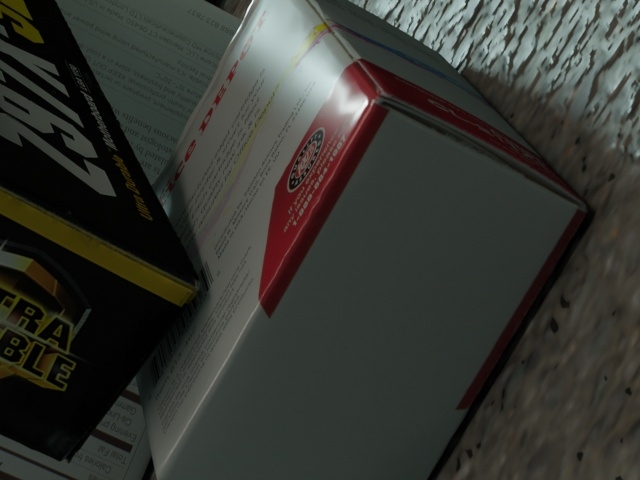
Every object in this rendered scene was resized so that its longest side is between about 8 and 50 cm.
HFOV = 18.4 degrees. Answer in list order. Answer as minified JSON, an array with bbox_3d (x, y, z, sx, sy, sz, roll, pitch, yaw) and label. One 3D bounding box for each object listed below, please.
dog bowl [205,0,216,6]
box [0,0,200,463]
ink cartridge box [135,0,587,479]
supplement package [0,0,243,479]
[{"bbox_3d":[-0.253,-0.121,1.172,0.408,0.150,0.408,-26,49,34],"label":"dog bowl"},{"bbox_3d":[-0.195,-0.085,0.642,0.079,0.257,0.322,-52,31,12],"label":"box"},{"bbox_3d":[0.000,0.000,0.618,0.127,0.072,0.175,-60,18,12],"label":"ink cartridge box"},{"bbox_3d":[-0.124,0.009,0.865,0.244,0.134,0.139,-67,18,-12],"label":"supplement package"}]
